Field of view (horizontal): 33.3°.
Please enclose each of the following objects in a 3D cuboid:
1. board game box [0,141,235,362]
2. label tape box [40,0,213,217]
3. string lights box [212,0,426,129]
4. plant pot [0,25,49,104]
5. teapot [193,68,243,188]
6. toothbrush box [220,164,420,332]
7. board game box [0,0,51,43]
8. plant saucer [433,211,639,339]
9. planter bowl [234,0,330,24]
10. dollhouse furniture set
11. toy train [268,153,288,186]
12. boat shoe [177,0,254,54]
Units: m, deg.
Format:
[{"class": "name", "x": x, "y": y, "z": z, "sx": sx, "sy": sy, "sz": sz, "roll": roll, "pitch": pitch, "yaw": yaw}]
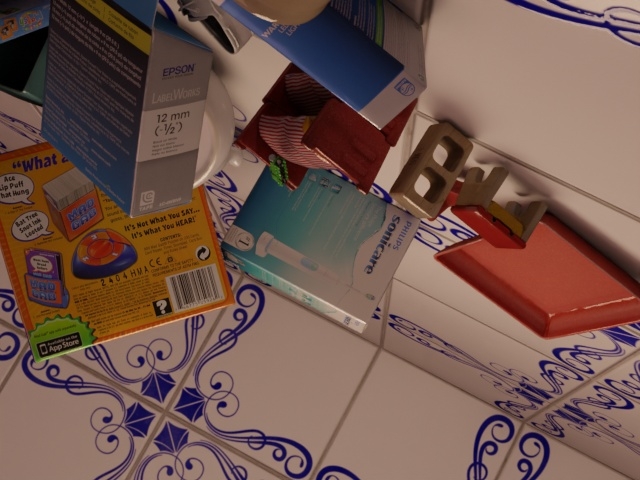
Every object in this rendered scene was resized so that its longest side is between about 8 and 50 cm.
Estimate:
[{"class": "board game box", "x": -0.395, "y": -0.021, "z": 1.963, "sx": 0.356, "sy": 0.357, "sz": 0.356, "roll": -164, "pitch": 59, "yaw": -76}, {"class": "label tape box", "x": -0.261, "y": -0.243, "z": 1.438, "sx": 0.115, "sy": 0.347, "sz": 0.249, "roll": -16, "pitch": -138, "yaw": -40}, {"class": "string lights box", "x": -0.008, "y": -0.246, "z": 1.117, "sx": 0.260, "sy": 0.133, "sz": 0.077, "roll": 34, "pitch": 123, "yaw": -23}, {"class": "plant pot", "x": -0.457, "y": -0.301, "z": 1.876, "sx": 0.166, "sy": 0.165, "sz": 0.234, "roll": 21, "pitch": 174, "yaw": 34}, {"class": "teapot", "x": -0.251, "y": -0.213, "z": 1.711, "sx": 0.253, "sy": 0.187, "sz": 0.256, "roll": 8, "pitch": 126, "yaw": 1}, {"class": "toothbrush box", "x": 0.000, "y": 0.000, "z": 1.930, "sx": 0.295, "sy": 0.216, "sz": 0.126, "roll": 27, "pitch": 168, "yaw": 5}, {"class": "board game box", "x": -0.478, "y": -0.348, "z": 1.646, "sx": 0.160, "sy": 0.211, "sz": 0.039, "roll": 17, "pitch": 129, "yaw": 44}, {"class": "plant saucer", "x": 0.345, "y": 0.052, "z": 1.636, "sx": 0.259, "sy": 0.047, "sz": 0.258, "roll": 36, "pitch": 152, "yaw": -18}, {"class": "planter bowl", "x": -0.023, "y": -0.294, "z": 0.976, "sx": 0.162, "sy": 0.162, "sz": 0.109, "roll": 34, "pitch": 140, "yaw": -23}, {"class": "dollhouse furniture set", "x": 0.098, "y": -0.088, "z": 1.468, "sx": 0.374, "sy": 0.152, "sz": 0.201, "roll": 37, "pitch": 166, "yaw": -25}, {"class": "toy train", "x": -0.056, "y": -0.094, "z": 1.410, "sx": 0.024, "sy": 0.017, "sz": 0.083, "roll": 40, "pitch": 169, "yaw": 12}, {"class": "boat shoe", "x": -0.151, "y": -0.307, "z": 1.373, "sx": 0.066, "sy": 0.063, "sz": 0.184, "roll": 20, "pitch": 165, "yaw": 35}]
